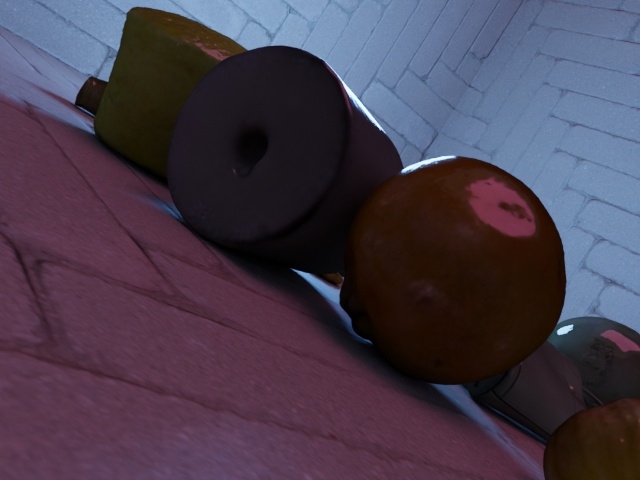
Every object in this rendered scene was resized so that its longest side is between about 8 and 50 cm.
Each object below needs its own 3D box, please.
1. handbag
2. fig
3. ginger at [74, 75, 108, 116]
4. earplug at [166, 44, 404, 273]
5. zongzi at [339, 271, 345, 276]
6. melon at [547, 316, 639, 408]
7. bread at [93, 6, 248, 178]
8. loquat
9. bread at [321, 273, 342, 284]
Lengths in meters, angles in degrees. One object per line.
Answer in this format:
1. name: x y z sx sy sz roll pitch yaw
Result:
1. handbag: 0.381 0.258 1.150 0.315 0.109 0.241 36 30 -19
2. fig: 0.318 0.268 0.677 0.159 0.159 0.257 32 21 -1
3. ginger: -0.477 -0.313 1.672 0.263 0.116 0.109 27 -36 -6
4. earplug: -0.018 -0.097 1.142 0.313 0.312 0.394 35 3 29
5. zongzi: 0.000 0.000 1.553 0.178 0.081 0.189 27 15 -1
6. melon: 0.723 0.334 1.762 0.330 0.268 0.268 28 2 23
7. bread: -0.268 -0.275 1.349 0.348 0.307 0.348 30 11 -7
8. loquat: 0.183 0.042 0.955 0.329 0.328 0.328 32 4 -3
9. bread: 0.002 0.056 1.390 0.110 0.024 0.110 33 5 -3
